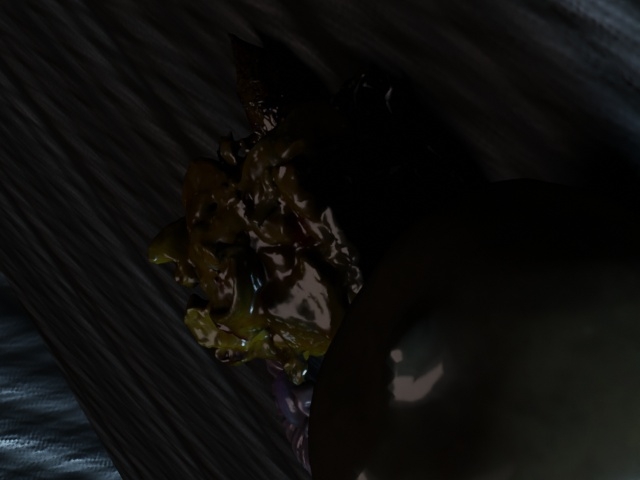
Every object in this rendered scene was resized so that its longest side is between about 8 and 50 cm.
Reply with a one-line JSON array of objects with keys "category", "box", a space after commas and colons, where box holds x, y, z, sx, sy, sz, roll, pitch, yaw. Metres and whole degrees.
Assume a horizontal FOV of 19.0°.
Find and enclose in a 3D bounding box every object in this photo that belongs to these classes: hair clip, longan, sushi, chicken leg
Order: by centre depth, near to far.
[{"category": "longan", "box": [0.136, 0.109, 1.174, 0.297, 0.297, 0.297, 48, 160, 24]}, {"category": "sushi", "box": [-0.004, -0.006, 1.439, 0.200, 0.204, 0.213, 57, 157, 13]}, {"category": "chicken leg", "box": [-0.011, -0.071, 1.575, 0.234, 0.063, 0.105, 61, 157, -7]}, {"category": "hair clip", "box": [0.019, 0.216, 1.960, 0.300, 0.069, 0.173, 50, 161, 19]}]
